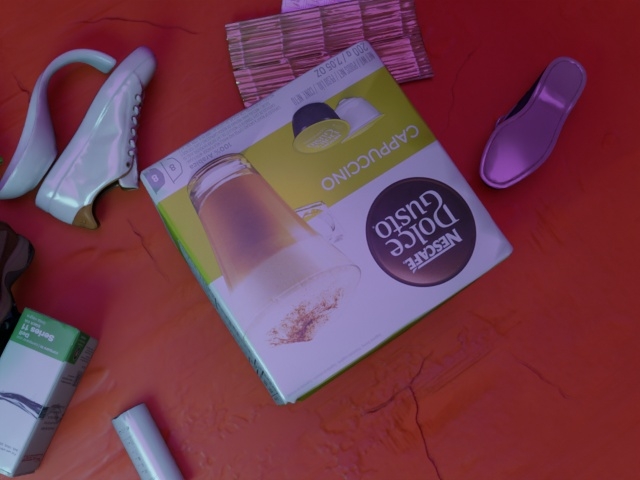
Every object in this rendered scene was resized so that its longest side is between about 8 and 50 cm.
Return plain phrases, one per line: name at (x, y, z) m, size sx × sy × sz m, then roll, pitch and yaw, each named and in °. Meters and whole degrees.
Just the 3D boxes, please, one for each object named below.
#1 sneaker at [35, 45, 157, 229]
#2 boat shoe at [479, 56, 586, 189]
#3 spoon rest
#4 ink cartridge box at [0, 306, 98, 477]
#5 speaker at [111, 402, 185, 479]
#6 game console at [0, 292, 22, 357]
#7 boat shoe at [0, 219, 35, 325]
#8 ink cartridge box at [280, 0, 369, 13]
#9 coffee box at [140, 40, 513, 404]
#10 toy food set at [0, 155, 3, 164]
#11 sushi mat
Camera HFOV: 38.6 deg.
sneaker at (-0.303, -0.148, 1.381) m, size 0.123 × 0.106 × 0.290 m, roll 30°, pitch 88°, yaw -4°
boat shoe at (0.327, -0.178, 1.443) m, size 0.095 × 0.079 × 0.254 m, roll 30°, pitch 75°, yaw 4°
spoon rest at (-0.412, -0.179, 1.367) m, size 0.084 × 0.137 × 0.276 m, roll 35°, pitch 68°, yaw -20°
ink cartridge box at (-0.401, 0.211, 1.267) m, size 0.087 × 0.153 × 0.208 m, roll 23°, pitch 77°, yaw 0°
speaker at (-0.245, 0.305, 1.311) m, size 0.055 × 0.055 × 0.136 m, roll -29°, pitch 82°, yaw -10°
game console at (-0.461, 0.142, 1.271) m, size 0.071 × 0.107 × 0.122 m, roll 31°, pitch 116°, yaw 16°
boat shoe at (-0.482, 0.055, 1.214) m, size 0.122 × 0.324 × 0.120 m, roll -32°, pitch 114°, yaw 8°
ink cartridge box at (0.014, -0.428, 1.498) m, size 0.145 × 0.045 × 0.179 m, roll 8°, pitch 96°, yaw -4°
coffee box at (0.000, 0.000, 1.247) m, size 0.337 × 0.338 × 0.334 m, roll -32°, pitch 83°, yaw -10°
toy food set at (-0.526, -0.178, 1.359) m, size 0.071 × 0.128 × 0.218 m, roll -19°, pitch 75°, yaw -29°
sushi mat at (0.014, -0.303, 1.464) m, size 0.316 × 0.019 × 0.151 m, roll -12°, pitch 89°, yaw -6°
